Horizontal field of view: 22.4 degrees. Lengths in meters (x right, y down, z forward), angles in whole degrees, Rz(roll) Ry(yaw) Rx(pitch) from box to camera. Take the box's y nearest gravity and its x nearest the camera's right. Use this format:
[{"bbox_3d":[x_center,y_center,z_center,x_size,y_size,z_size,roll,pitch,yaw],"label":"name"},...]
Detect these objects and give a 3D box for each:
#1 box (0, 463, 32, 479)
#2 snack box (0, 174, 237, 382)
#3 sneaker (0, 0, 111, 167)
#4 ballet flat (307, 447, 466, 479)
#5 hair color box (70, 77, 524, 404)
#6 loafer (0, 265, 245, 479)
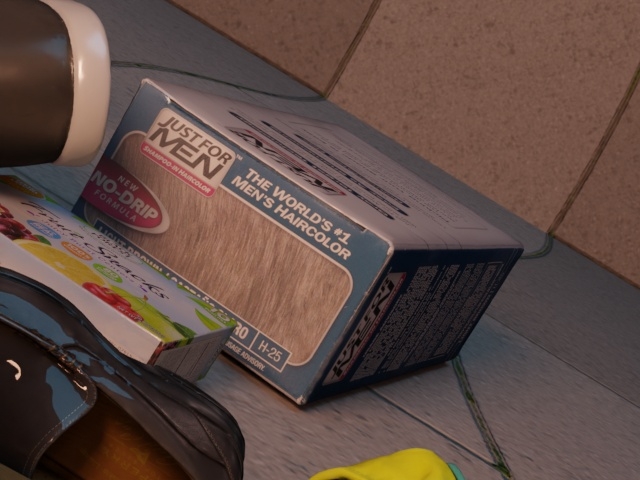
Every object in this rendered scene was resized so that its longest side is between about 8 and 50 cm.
[{"bbox_3d":[-0.084,0.110,0.452,0.201,0.021,0.164,30,10,-7],"label":"box"},{"bbox_3d":[-0.118,0.019,0.754,0.141,0.037,0.100,33,9,12],"label":"snack box"},{"bbox_3d":[-0.220,-0.091,0.813,0.147,0.104,0.296,2,7,-27],"label":"sneaker"},{"bbox_3d":[0.040,0.139,0.580,0.077,0.077,0.231,6,14,-16],"label":"ballet flat"},{"bbox_3d":[0.000,0.000,1.013,0.174,0.105,0.347,34,9,16],"label":"hair color box"},{"bbox_3d":[-0.097,0.057,0.568,0.170,0.062,0.061,26,15,-19],"label":"loafer"}]
